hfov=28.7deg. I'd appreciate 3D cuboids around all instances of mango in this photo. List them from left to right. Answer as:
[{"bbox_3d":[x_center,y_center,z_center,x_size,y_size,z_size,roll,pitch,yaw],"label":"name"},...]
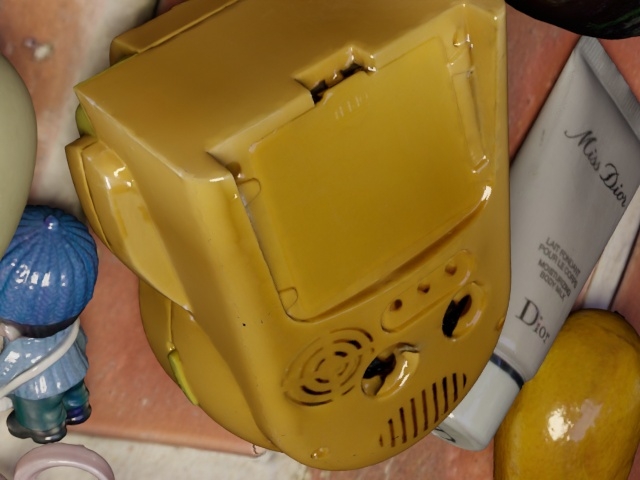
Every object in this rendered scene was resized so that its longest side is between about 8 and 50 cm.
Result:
[{"bbox_3d":[0.192,0.164,1.000,0.147,0.109,0.227,2,106,-59],"label":"mango"}]

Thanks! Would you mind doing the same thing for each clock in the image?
[{"bbox_3d":[0.000,0.000,0.775,0.244,0.200,0.317,-30,129,-19],"label":"clock"}]

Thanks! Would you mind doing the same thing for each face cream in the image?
[{"bbox_3d":[0.160,0.007,0.949,0.143,0.089,0.314,43,70,-37],"label":"face cream"}]

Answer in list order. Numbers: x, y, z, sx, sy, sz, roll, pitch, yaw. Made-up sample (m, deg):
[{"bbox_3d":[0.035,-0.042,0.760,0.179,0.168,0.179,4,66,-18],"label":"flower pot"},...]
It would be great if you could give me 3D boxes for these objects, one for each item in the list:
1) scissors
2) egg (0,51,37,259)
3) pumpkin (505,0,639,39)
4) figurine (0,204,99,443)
[{"bbox_3d":[-0.162,0.228,0.813,0.118,0.030,0.242,-16,124,2],"label":"scissors"},{"bbox_3d":[-0.249,-0.019,0.588,0.253,0.188,0.189,-33,122,-26],"label":"egg"},{"bbox_3d":[0.191,-0.245,0.821,0.233,0.163,0.233,-6,99,-38],"label":"pumpkin"},{"bbox_3d":[-0.170,0.051,0.736,0.086,0.087,0.149,-32,128,-42],"label":"figurine"}]
